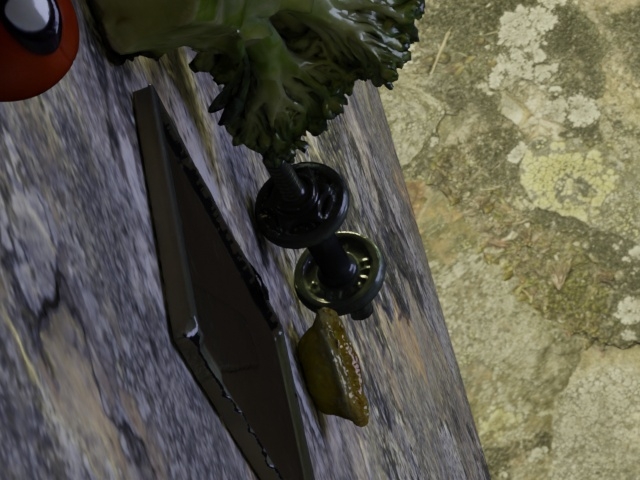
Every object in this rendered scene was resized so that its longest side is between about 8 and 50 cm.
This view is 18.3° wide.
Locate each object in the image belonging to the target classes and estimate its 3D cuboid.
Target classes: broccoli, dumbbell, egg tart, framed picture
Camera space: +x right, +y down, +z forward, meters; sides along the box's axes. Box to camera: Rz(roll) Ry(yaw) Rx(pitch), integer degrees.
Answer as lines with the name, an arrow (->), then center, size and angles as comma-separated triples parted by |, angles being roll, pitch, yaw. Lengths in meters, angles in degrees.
broccoli -> -0.060, -0.205, 1.347 | 0.361, 0.221, 0.252 | 36, 67, -74
dumbbell -> 0.000, 0.000, 1.632 | 0.254, 0.081, 0.082 | 60, 13, -54
egg tart -> 0.009, 0.104, 1.590 | 0.105, 0.039, 0.105 | -19, 90, -84
framed picture -> -0.054, 0.059, 1.287 | 0.281, 0.019, 0.209 | 64, 10, -48

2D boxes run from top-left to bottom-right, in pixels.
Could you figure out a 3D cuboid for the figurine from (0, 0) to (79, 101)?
figurine -> -0.145, -0.117, 0.831 | 0.075, 0.068, 0.140 | -105, 180, -54
